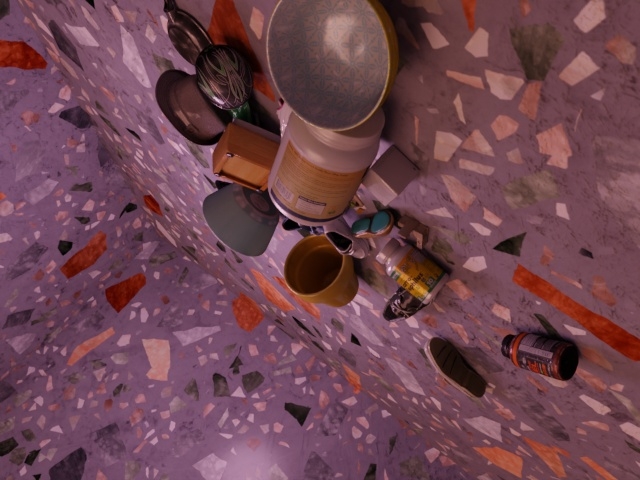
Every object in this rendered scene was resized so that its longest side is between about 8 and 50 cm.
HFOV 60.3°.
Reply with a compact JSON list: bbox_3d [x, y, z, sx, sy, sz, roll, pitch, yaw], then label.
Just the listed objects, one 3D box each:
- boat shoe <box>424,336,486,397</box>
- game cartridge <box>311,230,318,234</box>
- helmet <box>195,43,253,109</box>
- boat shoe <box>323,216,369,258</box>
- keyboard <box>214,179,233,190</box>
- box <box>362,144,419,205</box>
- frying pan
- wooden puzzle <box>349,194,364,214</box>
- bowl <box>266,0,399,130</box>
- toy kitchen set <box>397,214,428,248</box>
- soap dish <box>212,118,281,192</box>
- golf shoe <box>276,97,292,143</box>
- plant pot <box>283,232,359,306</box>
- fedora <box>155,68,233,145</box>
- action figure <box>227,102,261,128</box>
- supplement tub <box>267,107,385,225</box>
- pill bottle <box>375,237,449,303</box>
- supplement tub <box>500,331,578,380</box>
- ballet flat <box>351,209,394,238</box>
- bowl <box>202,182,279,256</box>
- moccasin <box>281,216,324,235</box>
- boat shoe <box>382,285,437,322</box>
[{"bbox_3d":[0.481,0.480,2.055,0.302,0.113,0.103,47,152,-12],"label":"boat shoe"},{"bbox_3d":[0.000,0.000,2.134,0.083,0.017,0.056,41,155,6],"label":"game cartridge"},{"bbox_3d":[-0.268,-0.461,1.554,0.161,0.169,0.169,47,165,39],"label":"helmet"},{"bbox_3d":[0.081,0.007,1.823,0.095,0.084,0.258,-20,140,30],"label":"boat shoe"},{"bbox_3d":[-0.311,-0.112,2.268,0.201,0.033,0.317,14,-137,-57],"label":"keyboard"},{"bbox_3d":[0.176,-0.165,1.412,0.102,0.101,0.087,43,158,-1],"label":"box"},{"bbox_3d":[-0.405,-0.638,1.627,0.197,0.053,0.326,32,159,24],"label":"frying pan"},{"bbox_3d":[0.097,-0.128,1.734,0.116,0.014,0.078,48,158,-12],"label":"wooden puzzle"},{"bbox_3d":[0.049,-0.383,1.116,0.289,0.156,0.290,20,127,28],"label":"bowl"},{"bbox_3d":[0.258,-0.014,1.592,0.083,0.068,0.075,32,156,27],"label":"toy kitchen set"},{"bbox_3d":[-0.229,-0.266,1.805,0.228,0.118,0.291,21,162,-17],"label":"soap dish"},{"bbox_3d":[-0.068,-0.328,1.549,0.140,0.115,0.306,50,151,6],"label":"golf shoe"},{"bbox_3d":[0.025,0.135,2.062,0.253,0.254,0.239,26,167,36],"label":"plant pot"},{"bbox_3d":[-0.378,-0.438,1.761,0.124,0.244,0.275,-16,130,32],"label":"fedora"},{"bbox_3d":[-0.238,-0.392,1.761,0.137,0.063,0.232,24,157,36],"label":"action figure"},{"bbox_3d":[0.010,-0.210,1.353,0.228,0.228,0.316,39,141,9],"label":"supplement tub"},{"bbox_3d":[0.276,0.087,1.679,0.208,0.117,0.118,40,158,10],"label":"pill bottle"},{"bbox_3d":[0.610,0.319,1.549,0.197,0.106,0.106,8,139,56],"label":"supplement tub"},{"bbox_3d":[0.178,-0.045,1.696,0.073,0.080,0.232,21,169,-23],"label":"ballet flat"},{"bbox_3d":[-0.278,-0.110,2.106,0.311,0.311,0.163,45,117,-4],"label":"bowl"},{"bbox_3d":[-0.028,-0.076,1.904,0.138,0.117,0.342,47,157,-10],"label":"moccasin"},{"bbox_3d":[0.298,0.214,1.872,0.121,0.119,0.335,39,158,10],"label":"boat shoe"}]
